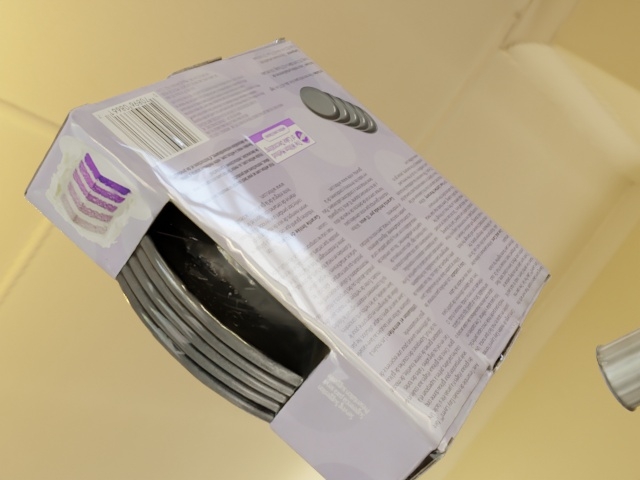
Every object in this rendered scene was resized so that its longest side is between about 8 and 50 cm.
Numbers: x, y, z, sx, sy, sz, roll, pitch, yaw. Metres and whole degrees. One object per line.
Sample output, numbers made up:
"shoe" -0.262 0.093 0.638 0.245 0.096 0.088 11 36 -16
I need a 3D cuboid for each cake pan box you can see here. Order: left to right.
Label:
"cake pan box" 0.000 0.000 0.607 0.070 0.245 0.267 -53 -7 29

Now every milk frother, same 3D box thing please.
"milk frother" 0.395 0.156 1.150 0.134 0.143 0.129 -34 -70 28
